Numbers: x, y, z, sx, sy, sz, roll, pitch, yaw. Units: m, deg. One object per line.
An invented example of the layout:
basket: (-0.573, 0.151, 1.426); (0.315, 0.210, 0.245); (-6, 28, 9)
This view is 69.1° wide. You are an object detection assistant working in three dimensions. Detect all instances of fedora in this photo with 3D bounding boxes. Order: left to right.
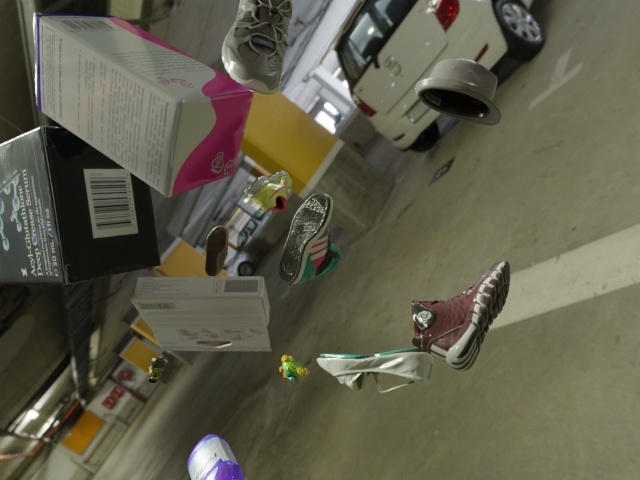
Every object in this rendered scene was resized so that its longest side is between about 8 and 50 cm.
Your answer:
fedora: (0.436, -0.465, 1.419); (0.124, 0.275, 0.243); (-68, -22, 0)

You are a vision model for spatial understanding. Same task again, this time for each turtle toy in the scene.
turtle toy: (-0.094, 0.452, 1.610); (0.066, 0.095, 0.130); (-54, -24, -4)

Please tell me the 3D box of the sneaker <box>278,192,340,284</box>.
sneaker: (0.000, 0.000, 1.408); (0.178, 0.124, 0.296); (1, -60, -52)

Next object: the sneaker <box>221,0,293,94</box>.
sneaker: (-0.101, -0.372, 0.787); (0.115, 0.105, 0.281); (134, 140, -53)

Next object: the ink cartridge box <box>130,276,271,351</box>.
ink cartridge box: (-0.273, 0.185, 1.138); (0.261, 0.296, 0.066); (89, -179, -51)

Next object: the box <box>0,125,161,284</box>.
box: (-0.572, -0.065, 1.023); (0.395, 0.294, 0.212); (-4, 5, 36)

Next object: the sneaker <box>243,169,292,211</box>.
sneaker: (-0.118, -0.118, 1.199); (0.081, 0.094, 0.208); (-39, 0, 26)

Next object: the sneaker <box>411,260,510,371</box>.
sneaker: (0.281, 0.128, 0.975); (0.162, 0.106, 0.281); (15, 47, 37)

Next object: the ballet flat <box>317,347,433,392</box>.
ballet flat: (0.160, 0.414, 1.466); (0.400, 0.139, 0.139); (-11, 31, 29)

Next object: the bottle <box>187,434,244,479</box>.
bottle: (-0.247, 0.589, 1.133); (0.118, 0.092, 0.283); (-53, 24, -10)

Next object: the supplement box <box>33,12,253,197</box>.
supplement box: (-0.201, -0.158, 0.523); (0.111, 0.220, 0.114); (-33, -31, -52)

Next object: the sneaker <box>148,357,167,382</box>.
sneaker: (-0.340, 0.272, 0.970); (0.083, 0.031, 0.035); (123, 151, -46)

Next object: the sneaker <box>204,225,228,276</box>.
sneaker: (-0.332, 0.026, 1.507); (0.071, 0.066, 0.188); (-54, -13, -63)
